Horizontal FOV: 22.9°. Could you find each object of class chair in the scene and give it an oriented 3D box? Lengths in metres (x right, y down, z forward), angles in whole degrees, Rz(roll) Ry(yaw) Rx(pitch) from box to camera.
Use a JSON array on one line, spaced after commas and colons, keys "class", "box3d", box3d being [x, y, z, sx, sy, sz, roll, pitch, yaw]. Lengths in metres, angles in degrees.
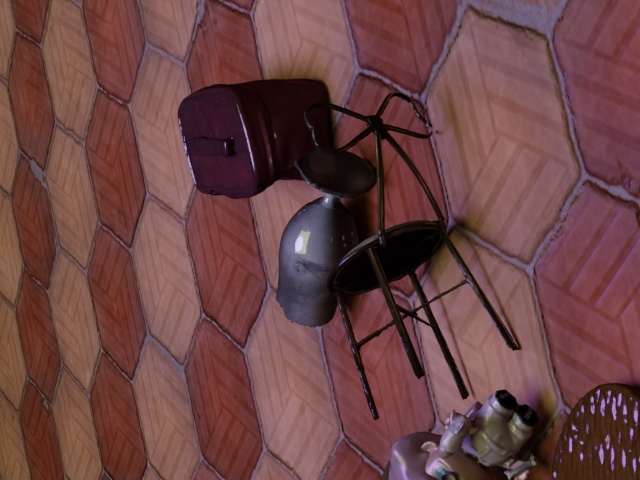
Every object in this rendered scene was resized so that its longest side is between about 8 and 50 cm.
[{"class": "chair", "box3d": [0.079, 0.015, 1.746, 0.325, 0.160, 0.170, 65, 148, 20]}]

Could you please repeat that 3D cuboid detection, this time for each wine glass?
[{"class": "wine glass", "box3d": [0.000, 0.000, 1.944, 0.103, 0.103, 0.222, 53, 142, 42]}]

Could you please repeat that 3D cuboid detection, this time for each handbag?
[{"class": "handbag", "box3d": [-0.089, -0.135, 2.041, 0.225, 0.135, 0.146, 9, 110, 61]}]

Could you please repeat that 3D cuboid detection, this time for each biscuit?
[{"class": "biscuit", "box3d": [0.286, 0.266, 1.497, 0.262, 0.037, 0.262, -178, 90, -71]}]

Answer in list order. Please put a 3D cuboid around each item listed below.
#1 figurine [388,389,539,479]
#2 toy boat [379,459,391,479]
[{"class": "figurine", "box3d": [0.145, 0.245, 1.697, 0.229, 0.137, 0.112, -52, 10, 29]}, {"class": "toy boat", "box3d": [0.121, 0.310, 1.849, 0.116, 0.061, 0.188, 66, 150, 30]}]
